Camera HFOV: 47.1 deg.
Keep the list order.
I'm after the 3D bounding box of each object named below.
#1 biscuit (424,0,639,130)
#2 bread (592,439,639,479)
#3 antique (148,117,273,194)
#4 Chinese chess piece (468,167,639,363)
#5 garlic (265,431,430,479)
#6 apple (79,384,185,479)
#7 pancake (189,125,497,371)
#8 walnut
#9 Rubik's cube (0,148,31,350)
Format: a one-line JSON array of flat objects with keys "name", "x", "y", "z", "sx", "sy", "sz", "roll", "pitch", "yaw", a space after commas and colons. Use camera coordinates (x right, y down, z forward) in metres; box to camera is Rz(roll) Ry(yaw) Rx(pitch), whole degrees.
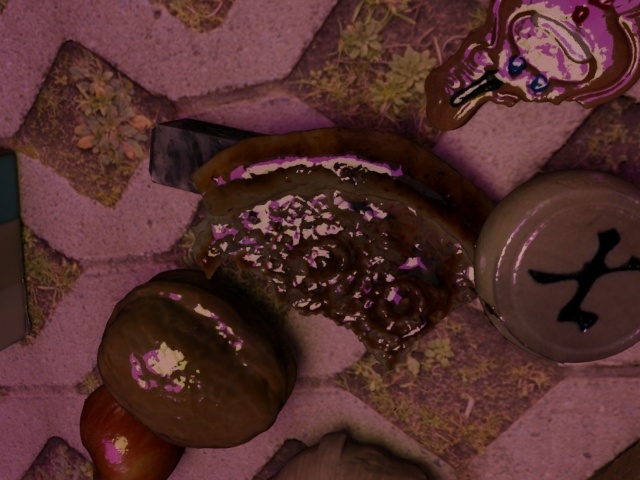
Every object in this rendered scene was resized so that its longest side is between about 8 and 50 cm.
[{"name": "biscuit", "x": 0.259, "y": -0.229, "z": 0.854, "sx": 0.320, "sy": 0.047, "sz": 0.183, "roll": -23, "pitch": 93, "yaw": 27}, {"name": "bread", "x": 0.375, "y": 0.377, "z": 0.908, "sx": 0.102, "sy": 0.183, "sz": 0.337, "roll": 35, "pitch": 115, "yaw": 1}, {"name": "antique", "x": -0.146, "y": -0.112, "z": 1.021, "sx": 0.183, "sy": 0.088, "sz": 0.086, "roll": 14, "pitch": 108, "yaw": 17}, {"name": "Chinese chess piece", "x": 0.292, "y": 0.034, "z": 0.851, "sx": 0.238, "sy": 0.092, "sz": 0.238, "roll": -1, "pitch": 107, "yaw": -2}, {"name": "garlic", "x": 0.035, "y": 0.447, "z": 1.047, "sx": 0.322, "sy": 0.241, "sz": 0.322, "roll": 3, "pitch": 94, "yaw": 39}, {"name": "apple", "x": -0.294, "y": 0.311, "z": 1.154, "sx": 0.160, "sy": 0.173, "sz": 0.195, "roll": -3, "pitch": 108, "yaw": 25}, {"name": "pancake", "x": 0.033, "y": -0.002, "z": 0.937, "sx": 0.427, "sy": 0.067, "sz": 0.305, "roll": 28, "pitch": 113, "yaw": -7}, {"name": "walnut", "x": -0.178, "y": 0.175, "z": 1.040, "sx": 0.283, "sy": 0.227, "sz": 0.283, "roll": 8, "pitch": 119, "yaw": 14}, {"name": "Rubik's cube", "x": -0.713, "y": 0.031, "z": 1.145, "sx": 0.344, "sy": 0.346, "sz": 0.347, "roll": 9, "pitch": 107, "yaw": 18}]
